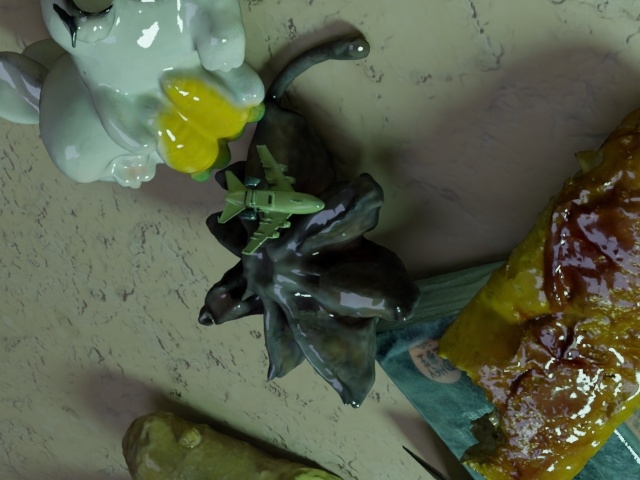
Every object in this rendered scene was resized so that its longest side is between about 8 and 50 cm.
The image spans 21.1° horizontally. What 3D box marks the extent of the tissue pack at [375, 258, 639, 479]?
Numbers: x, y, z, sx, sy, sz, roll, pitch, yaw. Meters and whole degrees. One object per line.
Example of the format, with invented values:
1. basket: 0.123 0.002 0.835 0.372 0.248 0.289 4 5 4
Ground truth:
1. tissue pack: 0.215 0.159 1.711 0.228 0.103 0.316 -14 123 48

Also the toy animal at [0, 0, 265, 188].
1. toy animal: -0.190 -0.160 1.571 0.247 0.183 0.310 46 148 14

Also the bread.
1. bread: 0.224 0.065 1.491 0.185 0.109 0.380 29 124 -9

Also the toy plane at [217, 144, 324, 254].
1. toy plane: -0.047 -0.036 1.567 0.111 0.102 0.040 5 180 36

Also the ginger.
1. ginger: -0.088 0.316 2.105 0.354 0.126 0.190 20 137 20

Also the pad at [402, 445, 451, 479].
1. pad: 0.197 0.311 1.875 0.235 0.003 0.158 32 169 44

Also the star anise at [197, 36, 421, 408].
1. star anise: 0.000 0.000 1.654 0.359 0.139 0.316 -30 90 47
